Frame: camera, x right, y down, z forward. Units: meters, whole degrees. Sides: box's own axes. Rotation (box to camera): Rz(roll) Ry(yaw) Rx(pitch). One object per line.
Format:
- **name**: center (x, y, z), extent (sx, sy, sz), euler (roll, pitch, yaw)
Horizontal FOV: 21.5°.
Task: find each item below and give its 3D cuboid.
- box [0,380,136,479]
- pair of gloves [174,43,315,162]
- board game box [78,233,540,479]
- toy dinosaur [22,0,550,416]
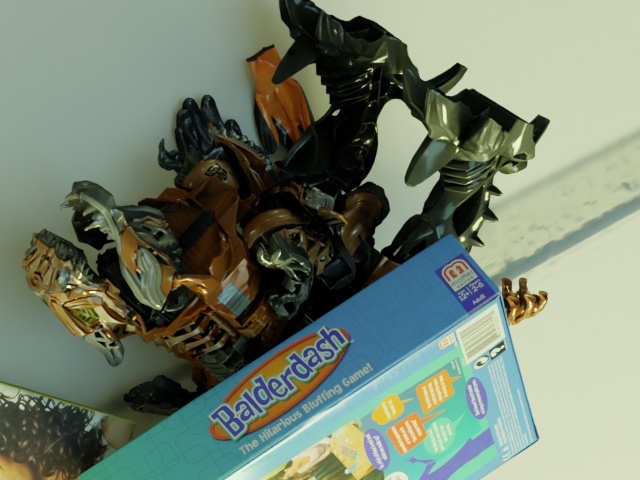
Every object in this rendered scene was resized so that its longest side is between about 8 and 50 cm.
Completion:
- **box**: center (-0.203, 0.090, 0.768), extent (0.232, 0.058, 0.087), euler (20, 82, -33)
- **pair of gloves**: center (-0.038, -0.056, 0.900), extent (0.083, 0.010, 0.074), euler (-36, 115, -25)
- **board game box**: center (0.003, 0.107, 0.835), extent (0.210, 0.047, 0.160), euler (-33, 146, -8)
- **toy dinosaur**: center (0.000, 0.000, 0.869), extent (0.322, 0.164, 0.218), euler (-1, 120, -63)
